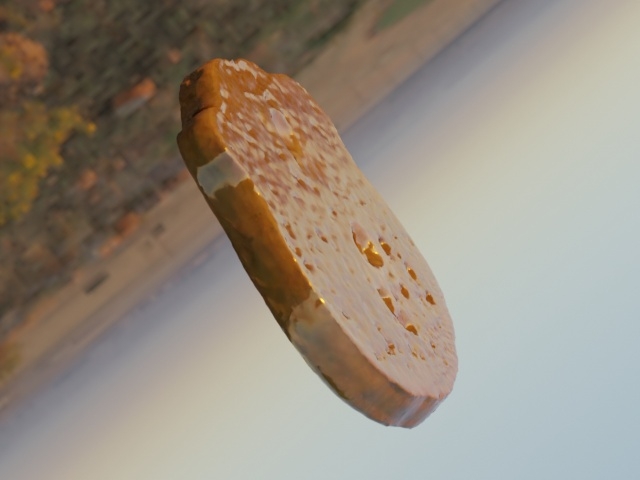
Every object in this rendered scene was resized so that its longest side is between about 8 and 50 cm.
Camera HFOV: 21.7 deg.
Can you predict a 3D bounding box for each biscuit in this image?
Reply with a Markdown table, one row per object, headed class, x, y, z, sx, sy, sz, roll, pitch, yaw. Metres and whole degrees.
| class | x | y | z | sx | sy | sz | roll | pitch | yaw |
| --- | --- | --- | --- | --- | --- | --- | --- | --- | --- |
| biscuit | -0.002 | 0.001 | 1.482 | 0.062 | 0.365 | 0.385 | -34 | 178 | 16 |
